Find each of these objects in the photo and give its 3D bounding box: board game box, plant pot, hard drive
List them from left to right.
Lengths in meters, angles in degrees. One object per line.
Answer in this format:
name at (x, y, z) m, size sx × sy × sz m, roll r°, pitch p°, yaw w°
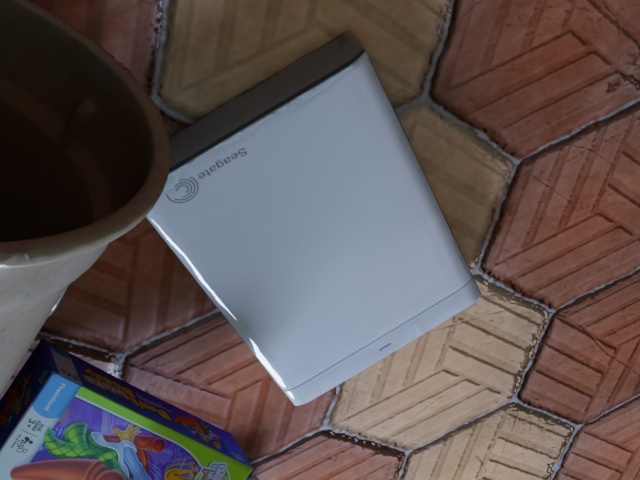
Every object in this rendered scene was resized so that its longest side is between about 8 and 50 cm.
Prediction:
plant pot at (-0.306, 0.015, 0.681) m, size 0.334 × 0.334 × 0.305 m, roll 8°, pitch 126°, yaw -30°
board game box at (-0.261, 0.300, 1.018) m, size 0.233 × 0.078 × 0.347 m, roll 32°, pitch 93°, yaw -29°
hard drive at (0.000, 0.000, 1.002) m, size 0.233 × 0.047 × 0.353 m, roll -31°, pitch 133°, yaw 1°

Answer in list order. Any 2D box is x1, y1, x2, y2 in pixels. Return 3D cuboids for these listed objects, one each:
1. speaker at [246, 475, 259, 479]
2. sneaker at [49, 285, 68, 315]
speaker at (-0.133, 0.300, 1.185) m, size 0.136 × 0.055 × 0.055 m, roll -2°, pitch 128°, yaw -25°
sneaker at (-0.243, -0.028, 0.838) m, size 0.118 × 0.083 × 0.222 m, roll 11°, pitch 123°, yaw -31°
